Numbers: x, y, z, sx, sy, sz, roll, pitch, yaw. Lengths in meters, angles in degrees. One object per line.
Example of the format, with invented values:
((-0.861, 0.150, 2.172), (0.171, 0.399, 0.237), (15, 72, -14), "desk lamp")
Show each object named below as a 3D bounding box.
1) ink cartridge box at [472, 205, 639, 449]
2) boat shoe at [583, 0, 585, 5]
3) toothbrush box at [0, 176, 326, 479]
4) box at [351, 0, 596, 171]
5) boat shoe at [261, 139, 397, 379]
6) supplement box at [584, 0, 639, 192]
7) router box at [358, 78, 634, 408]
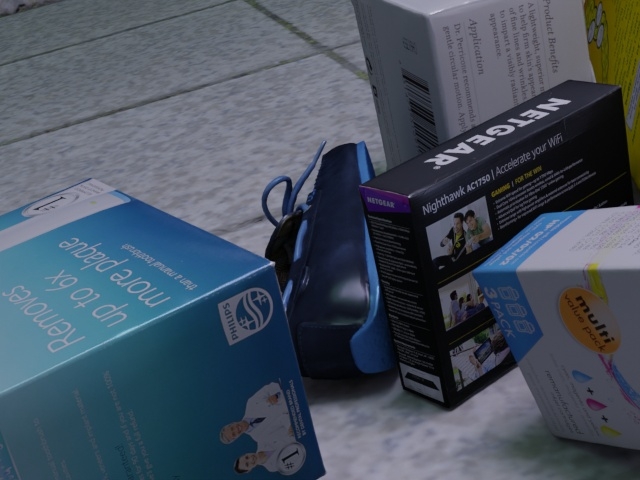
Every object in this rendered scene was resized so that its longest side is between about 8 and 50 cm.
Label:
((0.164, 0.041, 0.527), (0.061, 0.104, 0.181), (-36, 15, -27), "ink cartridge box")
((0.234, -0.172, 1.036), (0.341, 0.110, 0.122), (-7, 23, 15), "boat shoe")
((-0.183, 0.094, 0.560), (0.295, 0.126, 0.216), (-26, 26, -25), "toothbrush box")
((0.117, -0.116, 0.880), (0.119, 0.181, 0.182), (-17, 22, -11), "box")
((0.000, 0.000, 0.778), (0.089, 0.109, 0.258), (-14, 20, 8), "boat shoe")
((0.304, -0.149, 0.776), (0.194, 0.195, 0.356), (8, 24, 0), "supplement box")
((0.114, -0.003, 0.681), (0.178, 0.133, 0.046), (-27, 27, -31), "router box")
